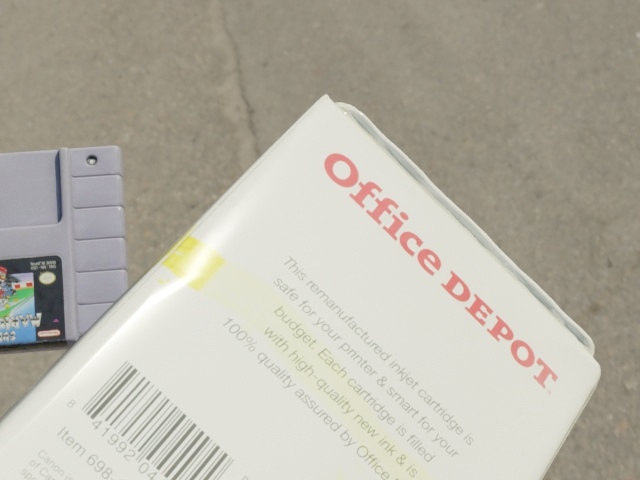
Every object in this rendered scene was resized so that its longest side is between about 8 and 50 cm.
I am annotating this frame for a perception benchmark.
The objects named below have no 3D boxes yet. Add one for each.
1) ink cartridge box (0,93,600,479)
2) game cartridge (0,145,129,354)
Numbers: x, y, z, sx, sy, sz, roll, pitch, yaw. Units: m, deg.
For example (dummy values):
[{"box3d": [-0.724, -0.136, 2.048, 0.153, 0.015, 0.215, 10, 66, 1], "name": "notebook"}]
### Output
[{"box3d": [-0.031, 0.137, 0.757, 0.384, 0.279, 0.160, -48, 6, -34], "name": "ink cartridge box"}, {"box3d": [-0.395, 0.017, 1.324, 0.355, 0.230, 0.068, -5, -16, -5], "name": "game cartridge"}]
